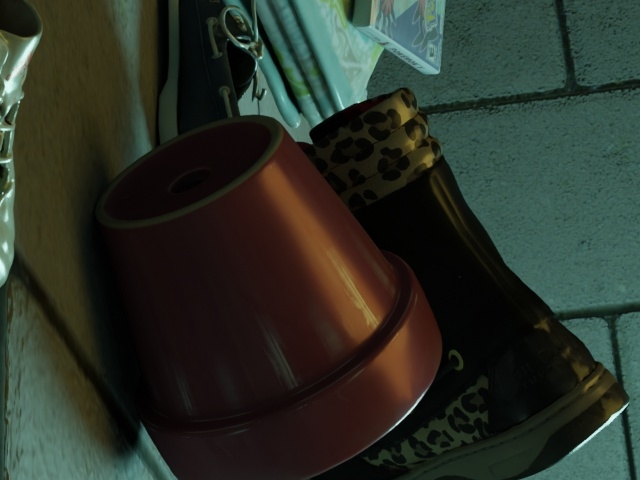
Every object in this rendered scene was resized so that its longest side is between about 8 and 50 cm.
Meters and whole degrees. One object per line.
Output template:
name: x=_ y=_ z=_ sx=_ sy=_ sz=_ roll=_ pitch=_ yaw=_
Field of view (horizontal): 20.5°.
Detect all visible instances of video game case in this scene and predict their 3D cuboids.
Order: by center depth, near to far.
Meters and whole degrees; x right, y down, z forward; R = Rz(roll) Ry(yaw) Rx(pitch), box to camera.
video game case: x=0.087 y=-0.286 z=1.777 sx=0.183 sy=0.023 sz=0.201 roll=21 pitch=73 yaw=-63

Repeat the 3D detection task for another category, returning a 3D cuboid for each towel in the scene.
towel: x=-0.009 y=-0.330 z=1.706 sx=0.374 sy=0.090 sz=0.320 roll=66 pitch=35 yaw=-42

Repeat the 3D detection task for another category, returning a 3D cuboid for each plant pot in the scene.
plant pot: x=-0.045 y=0.029 z=1.118 sx=0.201 sy=0.201 sz=0.180 roll=-87 pitch=154 yaw=-63

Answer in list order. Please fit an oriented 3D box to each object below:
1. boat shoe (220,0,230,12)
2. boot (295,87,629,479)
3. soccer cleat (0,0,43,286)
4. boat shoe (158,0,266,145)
boat shoe: x=-0.061 y=-0.353 z=1.798 sx=0.158 sy=0.127 sz=0.340 roll=-63 pitch=140 yaw=-54
boot: x=0.038 y=0.053 z=1.342 sx=0.284 sy=0.138 sz=0.377 roll=58 pitch=-27 yaw=-6
soccer cleat: x=-0.140 y=-0.057 z=0.686 sx=0.068 sy=0.076 sz=0.196 roll=-90 pitch=172 yaw=-54
boat shoe: x=-0.085 y=-0.140 z=1.426 sx=0.254 sy=0.079 sz=0.095 roll=-91 pitch=173 yaw=-45
